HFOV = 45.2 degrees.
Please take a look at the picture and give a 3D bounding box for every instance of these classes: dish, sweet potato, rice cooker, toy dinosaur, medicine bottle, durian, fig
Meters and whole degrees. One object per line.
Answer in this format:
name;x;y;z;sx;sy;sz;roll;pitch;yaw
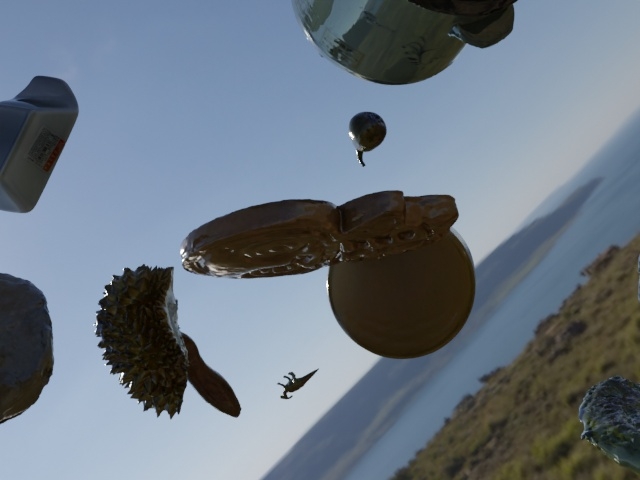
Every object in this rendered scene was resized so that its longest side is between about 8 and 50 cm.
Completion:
dish;-0.482;-0.166;1.213;0.234;0.154;0.064;-71;-26;-18
sweet potato;-0.207;0.250;1.383;0.057;0.057;0.265;-43;-46;-13
rice cooker;0.105;-0.336;0.873;0.264;0.317;0.317;-30;-14;-22
toy dinosaur;-0.048;0.268;1.487;0.113;0.041;0.026;-46;-4;24
medicine bottle;0.145;0.067;1.322;0.238;0.238;0.232;-46;-6;9
durian;-0.276;0.157;1.184;0.138;0.250;0.183;10;-50;-38
fig;0.087;-0.205;1.511;0.082;0.084;0.098;-7;-41;-36

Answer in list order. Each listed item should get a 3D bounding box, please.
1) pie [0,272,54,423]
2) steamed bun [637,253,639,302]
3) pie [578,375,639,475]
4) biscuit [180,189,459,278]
pie;-0.252;0.070;0.429;0.195;0.195;0.046;-35;-41;-45
steamed bun;0.525;0.043;0.960;0.276;0.203;0.289;-35;-50;17
pie;0.545;0.284;1.081;0.296;0.371;0.078;-10;-71;-54
biscuit;0.000;0.001;0.801;0.288;0.044;0.202;-5;-16;-8
